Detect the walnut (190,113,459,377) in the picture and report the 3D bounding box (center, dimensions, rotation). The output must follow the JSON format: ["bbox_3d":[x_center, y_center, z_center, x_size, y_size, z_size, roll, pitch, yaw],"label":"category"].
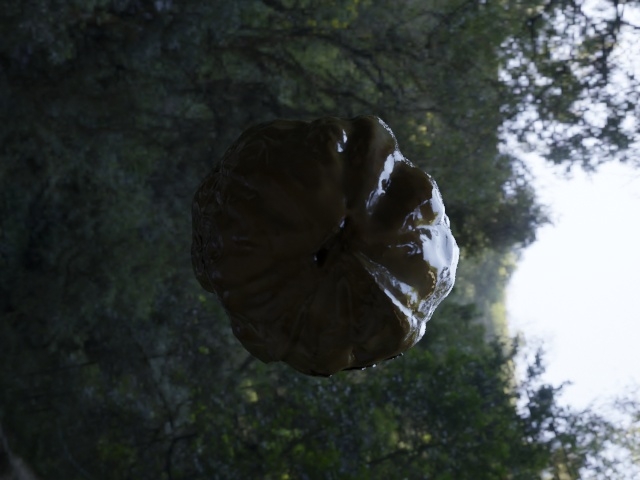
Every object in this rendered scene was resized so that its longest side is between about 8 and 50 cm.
[{"bbox_3d":[0.000,0.000,0.648,0.245,0.198,0.198,-101,-174,-84],"label":"walnut"}]
